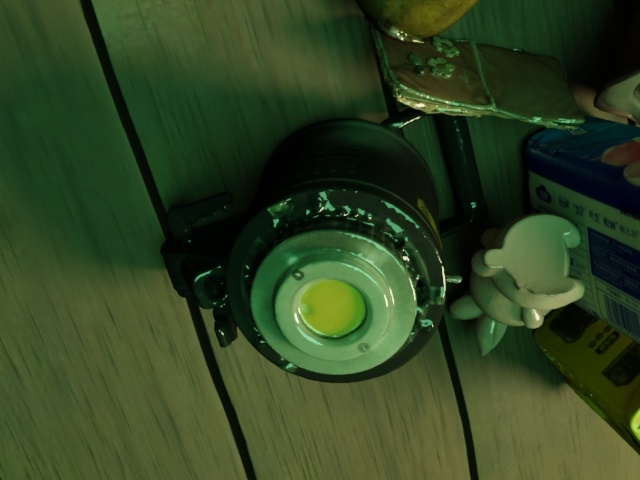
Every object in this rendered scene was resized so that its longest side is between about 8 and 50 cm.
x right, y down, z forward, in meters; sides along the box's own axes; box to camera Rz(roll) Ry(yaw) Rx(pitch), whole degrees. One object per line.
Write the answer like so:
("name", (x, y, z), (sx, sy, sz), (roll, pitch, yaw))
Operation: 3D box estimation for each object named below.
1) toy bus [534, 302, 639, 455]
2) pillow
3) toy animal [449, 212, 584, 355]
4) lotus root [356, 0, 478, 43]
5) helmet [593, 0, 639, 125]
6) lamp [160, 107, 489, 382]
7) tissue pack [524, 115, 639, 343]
("toy bus", (0.384, 0.169, 0.930), (0.144, 0.330, 0.152), (-45, 110, 4))
("pillow", (0.168, -0.174, 0.871), (0.232, 0.126, 0.043), (5, 140, -17))
("toy animal", (0.219, 0.047, 0.935), (0.124, 0.212, 0.124), (2, 69, -6))
("lotus root", (0.137, -0.307, 0.798), (0.128, 0.145, 0.260), (34, 98, -25))
("helmet", (0.461, -0.229, 0.861), (0.338, 0.271, 0.197), (5, 81, -6))
("lamp", (0.032, 0.005, 0.815), (0.374, 0.272, 0.205), (-20, 114, -7))
("tissue pack", (0.347, -0.012, 0.889), (0.137, 0.269, 0.209), (-16, 110, -13))
